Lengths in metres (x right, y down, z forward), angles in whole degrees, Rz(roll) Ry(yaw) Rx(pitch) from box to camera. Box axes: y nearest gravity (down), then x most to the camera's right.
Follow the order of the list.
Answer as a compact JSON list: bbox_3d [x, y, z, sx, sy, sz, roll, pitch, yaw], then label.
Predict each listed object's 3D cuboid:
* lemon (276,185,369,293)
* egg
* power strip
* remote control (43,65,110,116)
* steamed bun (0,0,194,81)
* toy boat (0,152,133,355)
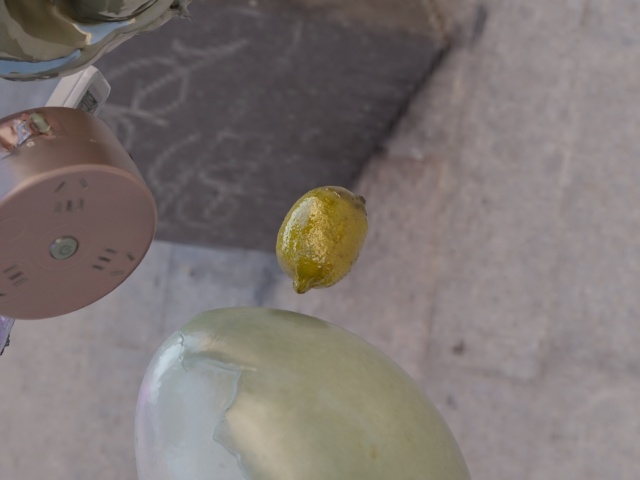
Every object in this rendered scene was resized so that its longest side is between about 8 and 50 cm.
[{"bbox_3d":[0.000,0.000,1.682,0.110,0.082,0.082,-58,27,-14],"label":"lemon"},{"bbox_3d":[-0.026,0.208,1.593,0.278,0.336,0.278,-38,8,6],"label":"egg"},{"bbox_3d":[-0.199,-0.020,1.300,0.078,0.154,0.154,57,130,37],"label":"power strip"},{"bbox_3d":[-0.297,-0.068,1.851,0.250,0.034,0.103,-60,-6,-7],"label":"remote control"},{"bbox_3d":[-0.236,-0.266,1.295,0.368,0.255,0.342,-22,108,49],"label":"steamed bun"},{"bbox_3d":[-0.292,0.002,1.534,0.318,0.072,0.219,-46,56,19],"label":"toy boat"}]
